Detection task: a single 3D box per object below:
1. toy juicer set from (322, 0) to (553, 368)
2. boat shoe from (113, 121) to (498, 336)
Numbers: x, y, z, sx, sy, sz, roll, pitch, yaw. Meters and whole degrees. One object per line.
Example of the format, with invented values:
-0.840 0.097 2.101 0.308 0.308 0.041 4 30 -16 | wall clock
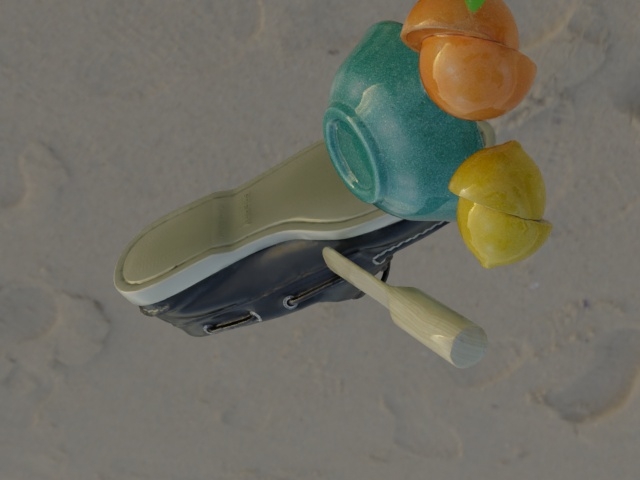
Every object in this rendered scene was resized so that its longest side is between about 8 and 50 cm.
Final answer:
0.074 -0.047 0.665 0.209 0.089 0.329 48 155 37 | toy juicer set
-0.001 0.003 0.902 0.340 0.127 0.113 -23 128 16 | boat shoe
